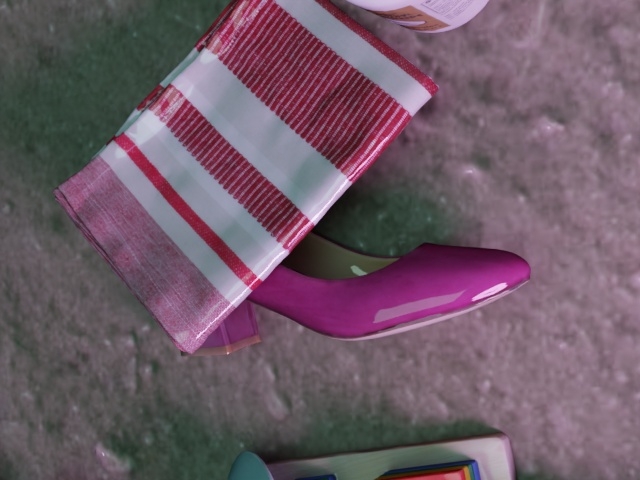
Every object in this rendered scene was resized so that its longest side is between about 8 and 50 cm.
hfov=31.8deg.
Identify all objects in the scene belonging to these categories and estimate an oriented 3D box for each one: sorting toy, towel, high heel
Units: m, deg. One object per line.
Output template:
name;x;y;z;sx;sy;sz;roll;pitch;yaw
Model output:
sorting toy;0.064;0.326;1.037;0.257;0.089;0.256;-12;87;23
towel;-0.080;-0.087;1.048;0.329;0.037;0.237;-47;60;1
high heel;0.000;0.000;1.036;0.377;0.127;0.181;-10;93;24

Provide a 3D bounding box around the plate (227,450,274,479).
plate;-0.068;0.295;1.063;0.188;0.024;0.188;178;90;-68

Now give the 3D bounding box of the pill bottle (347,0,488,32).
pill bottle;0.064;-0.256;0.949;0.131;0.229;0.131;0;91;24
